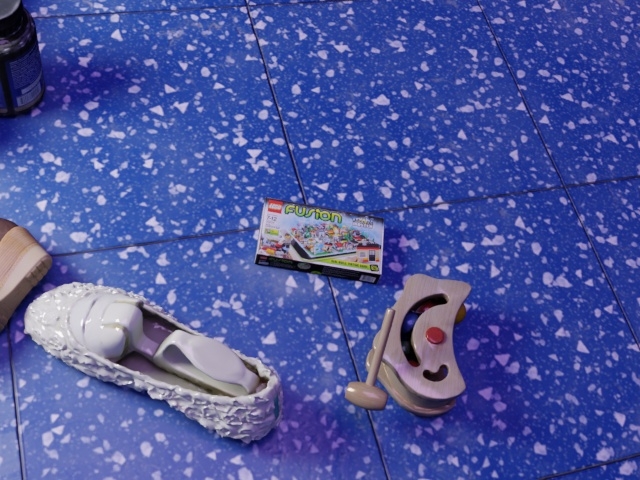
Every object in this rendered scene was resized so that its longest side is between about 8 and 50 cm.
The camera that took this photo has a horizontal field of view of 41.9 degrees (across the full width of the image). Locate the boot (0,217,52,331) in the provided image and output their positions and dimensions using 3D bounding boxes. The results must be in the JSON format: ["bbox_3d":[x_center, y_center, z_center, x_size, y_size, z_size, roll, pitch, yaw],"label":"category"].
[{"bbox_3d":[-0.543,0.057,1.227,0.207,0.090,0.248,29,59,19],"label":"boot"}]

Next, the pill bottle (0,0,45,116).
[{"bbox_3d":[-0.517,-0.310,1.348,0.123,0.219,0.122,5,59,-9],"label":"pill bottle"}]

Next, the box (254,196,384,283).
[{"bbox_3d":[0.000,0.000,1.389,0.207,0.036,0.114,9,59,-7],"label":"box"}]

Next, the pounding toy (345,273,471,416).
[{"bbox_3d":[0.161,0.160,1.261,0.154,0.155,0.269,27,58,9],"label":"pounding toy"}]

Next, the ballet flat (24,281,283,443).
[{"bbox_3d":[-0.231,0.148,1.197,0.409,0.147,0.147,24,58,3],"label":"ballet flat"}]
